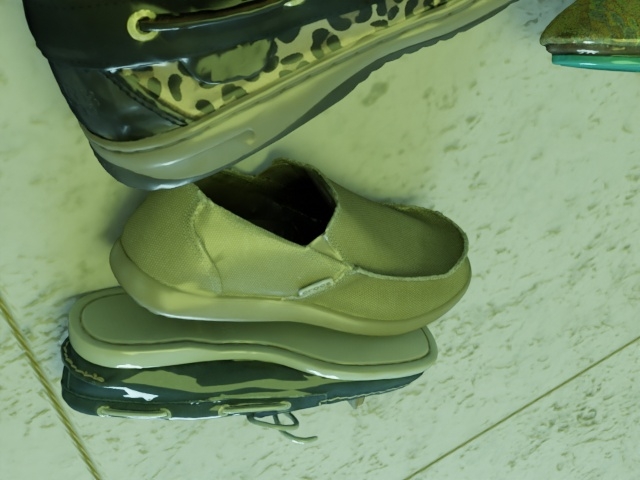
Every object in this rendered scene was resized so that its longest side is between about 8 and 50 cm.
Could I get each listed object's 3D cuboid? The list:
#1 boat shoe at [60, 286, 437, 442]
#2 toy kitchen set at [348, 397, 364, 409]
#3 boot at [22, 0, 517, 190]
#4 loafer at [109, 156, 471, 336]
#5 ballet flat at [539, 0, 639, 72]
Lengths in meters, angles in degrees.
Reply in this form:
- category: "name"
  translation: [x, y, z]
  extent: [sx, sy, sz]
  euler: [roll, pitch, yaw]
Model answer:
- category: "boat shoe"
  translation: [-0.045, 0.084, 0.755]
  extent: [0.254, 0.095, 0.079]
  euler: [-1, 127, -23]
- category: "toy kitchen set"
  translation: [0.041, 0.082, 0.850]
  extent: [0.075, 0.068, 0.083]
  euler: [-15, 131, -26]
- category: "boot"
  translation: [-0.010, -0.222, 0.529]
  extent: [0.377, 0.138, 0.284]
  euler: [-33, 137, -1]
- category: "loafer"
  translation: [0.000, 0.000, 0.731]
  extent: [0.268, 0.102, 0.092]
  euler: [-1, 129, -35]
- category: "ballet flat"
  translation: [0.293, -0.167, 0.814]
  extent: [0.348, 0.123, 0.123]
  euler: [1, 123, -35]
